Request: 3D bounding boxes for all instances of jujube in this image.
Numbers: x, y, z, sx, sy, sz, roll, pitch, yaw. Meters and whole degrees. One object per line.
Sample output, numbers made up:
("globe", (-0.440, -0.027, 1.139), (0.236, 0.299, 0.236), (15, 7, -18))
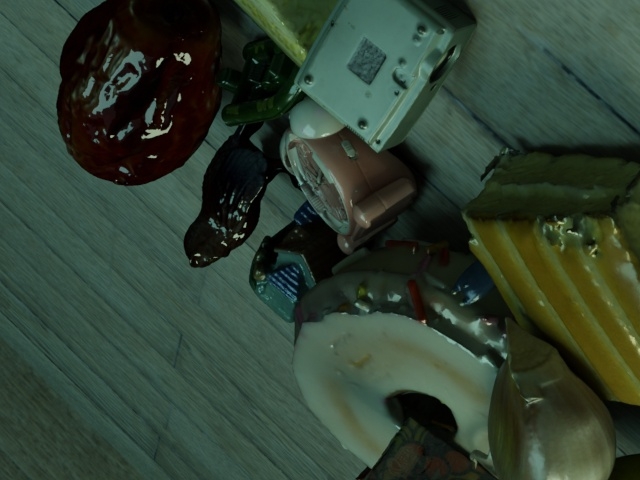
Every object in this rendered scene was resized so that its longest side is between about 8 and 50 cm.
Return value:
("jujube", (-0.200, -0.177, 2.017), (0.197, 0.197, 0.290), (44, 145, 8))

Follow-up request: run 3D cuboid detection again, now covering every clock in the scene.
("clock", (0.026, -0.084, 1.915), (0.162, 0.093, 0.166), (53, 165, 8))

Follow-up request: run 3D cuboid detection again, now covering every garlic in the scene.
("garlic", (0.210, 0.215, 1.752), (0.129, 0.148, 0.266), (8, 140, -10))

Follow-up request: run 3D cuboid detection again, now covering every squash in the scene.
("squash", (-0.012, -0.236, 1.698), (0.252, 0.093, 0.169), (46, 172, 6))

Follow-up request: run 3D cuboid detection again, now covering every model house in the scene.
("model house", (0.000, 0.000, 2.047), (0.119, 0.148, 0.148), (46, 146, 14))

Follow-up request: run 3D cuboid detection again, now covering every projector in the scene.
("projector", (0.056, -0.171, 1.640), (0.115, 0.061, 0.147), (40, 121, 13))

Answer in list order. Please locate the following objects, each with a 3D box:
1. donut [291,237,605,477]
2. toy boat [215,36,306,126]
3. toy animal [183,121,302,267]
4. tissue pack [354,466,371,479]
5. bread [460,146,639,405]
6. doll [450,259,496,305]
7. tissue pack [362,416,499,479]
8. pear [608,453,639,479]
("donut", (0.144, 0.148, 1.945), (0.383, 0.142, 0.382), (24, 145, 18))
("toy boat", (-0.048, -0.173, 1.872), (0.052, 0.104, 0.210), (26, 168, -24))
("toy animal", (-0.104, -0.058, 2.055), (0.116, 0.179, 0.218), (50, -178, -5))
("tissue pack", (0.136, 0.294, 2.266), (0.106, 0.149, 0.099), (54, 157, -18))
("bread", (0.267, 0.032, 1.632), (0.246, 0.111, 0.239), (54, 157, -20))
("doll", (0.182, 0.020, 1.765), (0.037, 0.125, 0.027), (56, -170, 29))
("tissue pack", (0.120, 0.276, 1.893), (0.148, 0.108, 0.060), (35, 145, 5))
("pear", (0.359, 0.339, 1.792), (0.283, 0.283, 0.283), (38, 157, 20))
